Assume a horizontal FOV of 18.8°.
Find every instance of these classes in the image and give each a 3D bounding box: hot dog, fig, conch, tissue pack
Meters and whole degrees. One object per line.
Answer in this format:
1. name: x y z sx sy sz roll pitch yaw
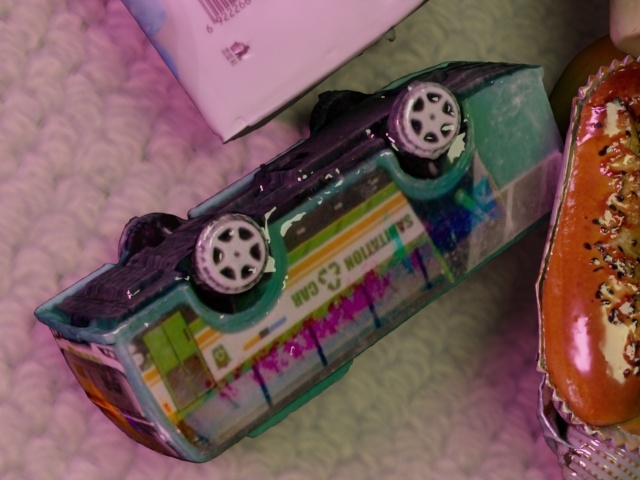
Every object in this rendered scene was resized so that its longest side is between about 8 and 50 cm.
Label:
1. hot dog: 0.151 0.006 0.903 0.108 0.059 0.191 12 76 -29
2. fig: 0.148 -0.062 0.985 0.088 0.074 0.074 -41 94 3
3. conch: 0.140 0.084 0.951 0.076 0.056 0.085 37 59 5
4. tissue pack: -0.035 -0.187 0.908 0.159 0.145 0.229 -36 92 17

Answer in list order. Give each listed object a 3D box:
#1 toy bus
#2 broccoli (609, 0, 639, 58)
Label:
1. toy bus: 0.000 0.000 0.892 0.261 0.091 0.109 -34 113 -24
2. broccoli: 0.208 -0.199 0.956 0.263 0.247 0.243 6 76 18
